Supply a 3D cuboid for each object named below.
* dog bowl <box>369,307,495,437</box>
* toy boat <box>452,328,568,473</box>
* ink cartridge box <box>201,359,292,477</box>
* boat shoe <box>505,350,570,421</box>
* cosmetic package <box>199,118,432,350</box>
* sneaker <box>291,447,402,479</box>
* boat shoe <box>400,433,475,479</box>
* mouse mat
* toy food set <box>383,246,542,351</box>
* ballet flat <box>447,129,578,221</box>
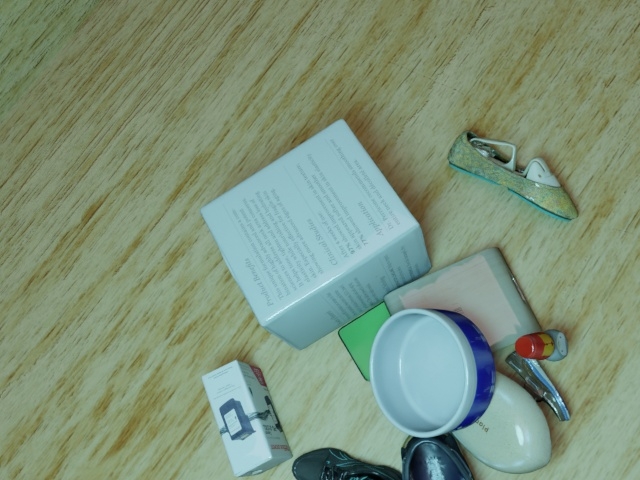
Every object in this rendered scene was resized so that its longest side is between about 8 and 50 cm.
[{"bbox_3d":[0.233,0.277,1.317,0.265,0.104,0.264,-8,79,47],"label":"dog bowl"},{"bbox_3d":[0.409,0.326,1.306,0.267,0.148,0.318,41,115,42],"label":"toy boat"},{"bbox_3d":[-0.169,0.417,1.449,0.100,0.172,0.237,-26,67,5],"label":"ink cartridge box"},{"bbox_3d":[0.479,0.325,1.371,0.066,0.066,0.183,-33,57,7],"label":"boat shoe"},{"bbox_3d":[0.000,0.000,1.462,0.394,0.327,0.329,-32,67,2],"label":"cosmetic package"},{"bbox_3d":[0.057,0.527,1.390,0.268,0.106,0.101,3,74,17],"label":"sneaker"},{"bbox_3d":[0.284,0.630,1.267,0.187,0.156,0.499,-20,70,7],"label":"boat shoe"},{"bbox_3d":[0.154,0.235,1.515,0.190,0.007,0.152,-32,67,1],"label":"mouse mat"},{"bbox_3d":[0.327,0.174,1.454,0.306,0.092,0.219,-26,74,9],"label":"toy food set"},{"bbox_3d":[0.472,-0.168,1.497,0.349,0.123,0.123,32,82,25],"label":"ballet flat"}]
